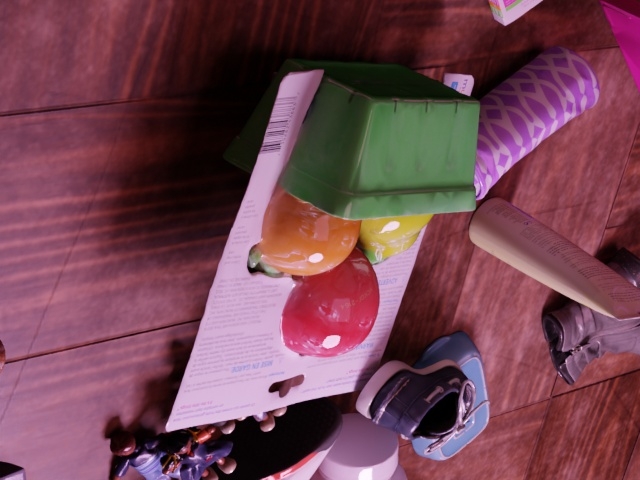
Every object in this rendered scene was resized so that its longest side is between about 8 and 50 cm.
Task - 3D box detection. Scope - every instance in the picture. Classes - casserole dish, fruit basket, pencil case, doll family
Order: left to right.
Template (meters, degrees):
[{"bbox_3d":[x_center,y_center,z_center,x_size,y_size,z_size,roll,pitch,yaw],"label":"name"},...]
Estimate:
[{"bbox_3d":[-0.127,0.187,1.739,0.193,0.076,0.111,-49,147,-2],"label":"doll family"},{"bbox_3d":[0.000,0.000,1.657,0.327,0.165,0.353,-7,126,-53],"label":"fruit basket"},{"bbox_3d":[0.155,0.191,2.073,0.114,0.037,0.188,-36,140,-22],"label":"casserole dish"},{"bbox_3d":[0.206,-0.121,1.852,0.206,0.086,0.088,-38,132,-21],"label":"pencil case"}]

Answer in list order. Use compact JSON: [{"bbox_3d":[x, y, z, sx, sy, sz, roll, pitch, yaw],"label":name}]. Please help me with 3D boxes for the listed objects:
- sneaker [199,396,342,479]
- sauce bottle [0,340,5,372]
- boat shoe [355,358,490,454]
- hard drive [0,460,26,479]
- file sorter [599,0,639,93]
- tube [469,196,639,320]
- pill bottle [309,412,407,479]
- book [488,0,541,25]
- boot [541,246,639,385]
[{"bbox_3d":[-0.076,0.285,1.855,0.270,0.090,0.145,-40,141,-14],"label":"sneaker"},{"bbox_3d":[-0.328,0.098,1.480,0.128,0.042,0.042,7,112,-50],"label":"sauce bottle"},{"bbox_3d":[0.121,0.179,1.896,0.095,0.079,0.254,-52,158,5],"label":"boat shoe"},{"bbox_3d":[-0.377,0.308,1.575,0.254,0.054,0.172,-28,135,-31],"label":"hard drive"},{"bbox_3d":[0.484,-0.216,1.986,0.182,0.202,0.291,-50,142,-9],"label":"file sorter"},{"bbox_3d":[0.263,0.030,1.900,0.070,0.240,0.062,-42,138,-18],"label":"tube"},{"bbox_3d":[0.035,0.307,1.959,0.124,0.124,0.222,-25,134,-33],"label":"pill bottle"},{"bbox_3d":[0.200,-0.297,1.760,0.096,0.035,0.144,-40,140,-14],"label":"book"},{"bbox_3d":[0.364,0.129,2.232,0.161,0.083,0.246,-39,135,-9],"label":"boot"}]
